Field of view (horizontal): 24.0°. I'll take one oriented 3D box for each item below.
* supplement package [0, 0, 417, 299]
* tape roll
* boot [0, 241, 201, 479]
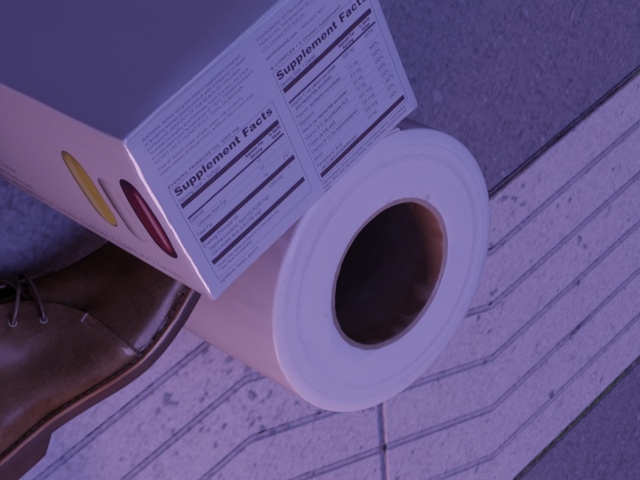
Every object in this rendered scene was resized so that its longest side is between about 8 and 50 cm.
[{"bbox_3d":[-0.110,-0.116,1.013,0.204,0.262,0.145,-44,135,-21],"label":"supplement package"},{"bbox_3d":[0.000,0.000,1.254,0.246,0.169,0.246,-23,125,-37],"label":"tape roll"},{"bbox_3d":[-0.200,0.062,1.120,0.305,0.112,0.115,-45,125,-7],"label":"boot"}]
